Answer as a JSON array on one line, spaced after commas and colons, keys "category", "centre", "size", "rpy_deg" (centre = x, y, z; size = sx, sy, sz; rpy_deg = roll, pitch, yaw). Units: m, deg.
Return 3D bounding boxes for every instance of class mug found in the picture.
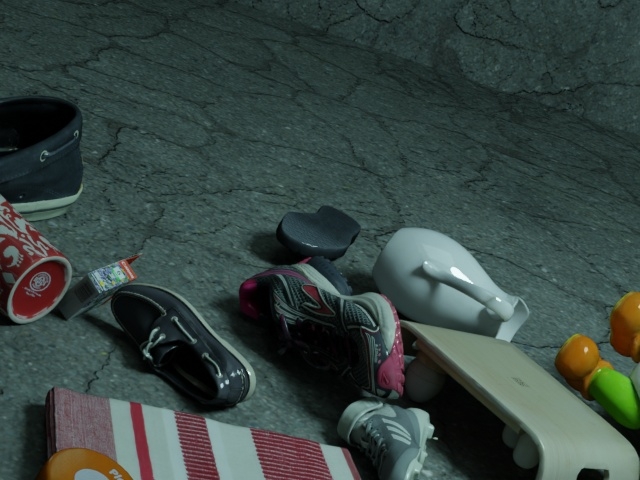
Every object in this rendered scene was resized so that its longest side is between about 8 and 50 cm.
[{"category": "mug", "centre": [-0.357, 0.006, 1.469], "size": [0.169, 0.113, 0.150], "rpy_deg": [36, 31, 27]}]

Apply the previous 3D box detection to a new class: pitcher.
[{"category": "pitcher", "centre": [0.175, 0.062, 1.754], "size": [0.207, 0.125, 0.178], "rpy_deg": [32, -11, 16]}]

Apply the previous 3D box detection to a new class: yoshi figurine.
[{"category": "yoshi figurine", "centre": [0.468, 0.211, 1.593], "size": [0.203, 0.203, 0.362], "rpy_deg": [-2, 36, -47]}]

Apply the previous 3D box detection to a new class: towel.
[{"category": "towel", "centre": [-0.101, 0.240, 1.242], "size": [0.329, 0.037, 0.237], "rpy_deg": [15, 20, -19]}]

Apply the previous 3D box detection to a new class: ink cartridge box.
[{"category": "ink cartridge box", "centre": [-0.251, 0.053, 1.509], "size": [0.029, 0.063, 0.115], "rpy_deg": [55, 27, 5]}]

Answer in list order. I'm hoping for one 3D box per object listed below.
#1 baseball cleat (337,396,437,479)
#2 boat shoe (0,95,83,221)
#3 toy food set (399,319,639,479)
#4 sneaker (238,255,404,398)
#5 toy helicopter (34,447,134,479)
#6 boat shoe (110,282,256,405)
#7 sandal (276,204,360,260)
[{"category": "baseball cleat", "centre": [0.065, 0.228, 1.388], "size": [0.109, 0.072, 0.206], "rpy_deg": [16, 11, 7]}, {"category": "boat shoe", "centre": [-0.480, -0.099, 1.554], "size": [0.187, 0.156, 0.500], "rpy_deg": [35, 27, 29]}, {"category": "toy food set", "centre": [0.219, 0.208, 1.557], "size": [0.220, 0.092, 0.306], "rpy_deg": [15, 20, -47]}, {"category": "sneaker", "centre": [0.006, 0.113, 1.544], "size": [0.112, 0.121, 0.299], "rpy_deg": [-11, 21, -26]}, {"category": "toy helicopter", "centre": [-0.102, 0.325, 0.962], "size": [0.235, 0.140, 0.355], "rpy_deg": [15, 31, -38]}, {"category": "boat shoe", "centre": [-0.164, 0.114, 1.432], "size": [0.206, 0.075, 0.065], "rpy_deg": [35, 22, 22]}, {"category": "sandal", "centre": [0.001, 0.000, 1.898], "size": [0.097, 0.054, 0.254], "rpy_deg": [33, 14, 13]}]
